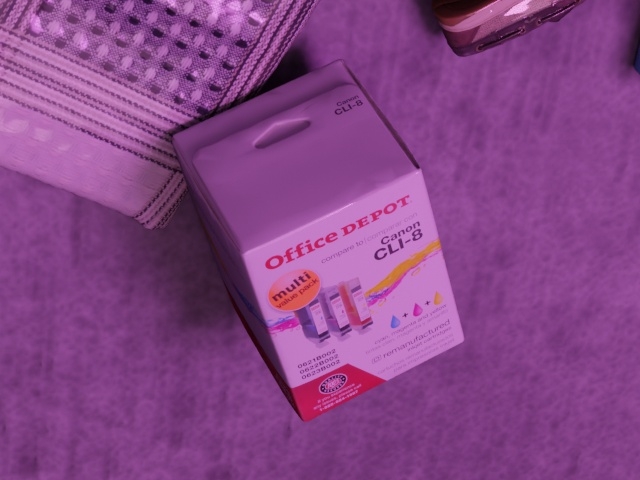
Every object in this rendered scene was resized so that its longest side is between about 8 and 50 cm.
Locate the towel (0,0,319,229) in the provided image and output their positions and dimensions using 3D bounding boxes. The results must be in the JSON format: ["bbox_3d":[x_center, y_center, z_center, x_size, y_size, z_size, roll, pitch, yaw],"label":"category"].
[{"bbox_3d":[-0.150,-0.184,1.094,0.324,0.056,0.312,26,110,-27],"label":"towel"}]

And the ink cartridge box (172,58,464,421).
[{"bbox_3d":[0.000,0.000,1.179,0.128,0.127,0.176,-26,136,-7],"label":"ink cartridge box"}]

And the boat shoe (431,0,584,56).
[{"bbox_3d":[0.147,-0.170,1.195,0.152,0.056,0.049,-22,137,-2],"label":"boat shoe"}]

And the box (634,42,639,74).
[{"bbox_3d":[0.349,-0.150,1.257,0.244,0.060,0.100,-1,120,-16],"label":"box"}]
